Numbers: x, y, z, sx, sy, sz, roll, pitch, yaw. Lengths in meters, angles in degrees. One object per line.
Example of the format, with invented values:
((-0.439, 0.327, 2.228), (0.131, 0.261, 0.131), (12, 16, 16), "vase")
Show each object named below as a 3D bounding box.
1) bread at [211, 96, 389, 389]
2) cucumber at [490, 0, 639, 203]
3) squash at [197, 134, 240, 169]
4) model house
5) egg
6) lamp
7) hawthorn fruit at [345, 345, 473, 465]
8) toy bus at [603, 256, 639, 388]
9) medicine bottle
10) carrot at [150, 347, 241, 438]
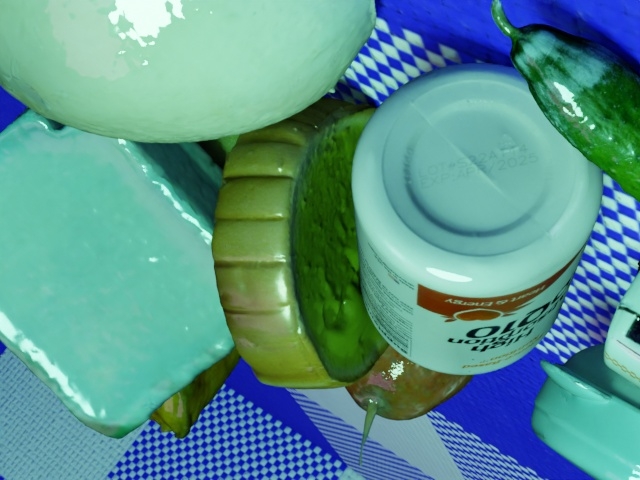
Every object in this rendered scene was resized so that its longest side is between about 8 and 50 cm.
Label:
((0.000, 0.000, 1.003), (0.070, 0.236, 0.236), (-1, 146, 28), "bread")
((0.187, -0.053, 0.741), (0.250, 0.056, 0.056), (41, 166, -19), "cucumber")
((-0.096, -0.120, 1.184), (0.224, 0.094, 0.094), (36, 167, 35), "squash")
((-0.170, -0.018, 1.165), (0.280, 0.230, 0.249), (49, -161, -11), "model house")
((-0.134, -0.171, 0.867), (0.337, 0.201, 0.337), (33, 167, 8), "egg")
((0.277, 0.172, 1.028), (0.209, 0.147, 0.284), (32, 162, 29), "lamp")
((0.077, 0.114, 1.303), (0.149, 0.189, 0.149), (30, 134, 37), "hawthorn fruit")
((0.287, 0.091, 0.876), (0.194, 0.089, 0.087), (32, 165, 20), "toy bus")
((0.104, 0.004, 0.911), (0.157, 0.157, 0.288), (34, 166, 15), "medicine bottle")
((-0.170, 0.037, 1.391), (0.241, 0.340, 0.241), (16, 139, 14), "carrot")
